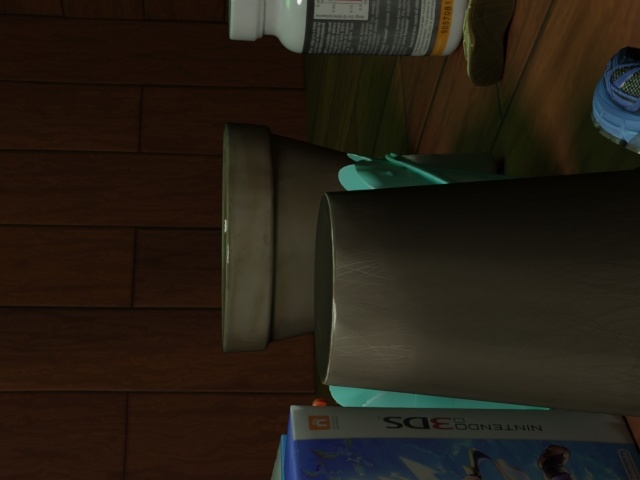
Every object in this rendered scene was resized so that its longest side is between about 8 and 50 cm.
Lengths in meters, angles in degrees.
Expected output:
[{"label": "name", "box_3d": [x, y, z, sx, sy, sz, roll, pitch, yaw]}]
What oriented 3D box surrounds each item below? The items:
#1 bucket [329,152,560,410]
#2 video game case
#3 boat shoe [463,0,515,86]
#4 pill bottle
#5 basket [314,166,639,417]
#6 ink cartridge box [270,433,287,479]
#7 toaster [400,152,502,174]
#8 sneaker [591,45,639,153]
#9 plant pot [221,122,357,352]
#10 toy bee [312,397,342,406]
[{"label": "bucket", "box_3d": [0.109, 0.062, 1.067, 0.281, 0.183, 0.281, 180, 90, -85]}, {"label": "video game case", "box_3d": [0.105, 0.210, 0.757, 0.269, 0.244, 0.061, -99, 11, -58]}, {"label": "boat shoe", "box_3d": [0.165, -0.223, 1.213, 0.045, 0.050, 0.135, -105, 16, -51]}, {"label": "pill bottle", "box_3d": [0.030, -0.304, 1.441, 0.162, 0.278, 0.162, -179, 90, -84]}, {"label": "basket", "box_3d": [0.113, 0.032, 0.800, 0.204, 0.226, 0.154, -97, 10, -58]}, {"label": "ink cartridge box", "box_3d": [0.070, 0.299, 1.172, 0.168, 0.232, 0.171, 103, 167, -56]}, {"label": "toaster", "box_3d": [0.124, -0.002, 1.293, 0.186, 0.110, 0.168, 133, 139, -82]}, {"label": "sneaker", "box_3d": [0.214, -0.077, 0.634, 0.221, 0.083, 0.087, -119, 44, -69]}, {"label": "plant pot", "box_3d": [0.000, 0.000, 1.694, 0.323, 0.280, 0.323, -178, 90, -84]}, {"label": "toy bee", "box_3d": [0.068, 0.250, 1.579, 0.195, 0.162, 0.298, -115, 26, -81]}]
